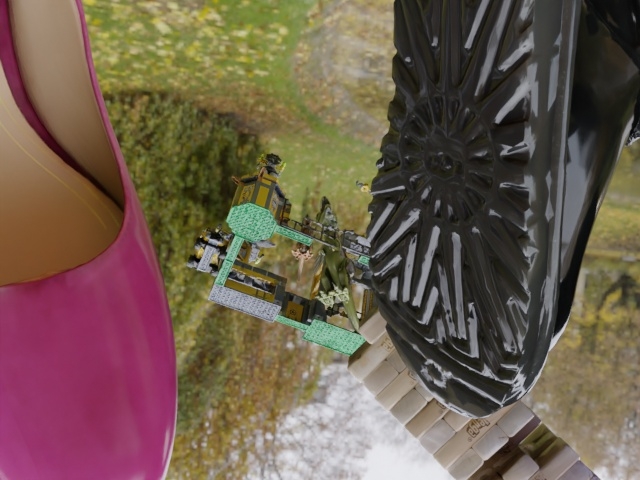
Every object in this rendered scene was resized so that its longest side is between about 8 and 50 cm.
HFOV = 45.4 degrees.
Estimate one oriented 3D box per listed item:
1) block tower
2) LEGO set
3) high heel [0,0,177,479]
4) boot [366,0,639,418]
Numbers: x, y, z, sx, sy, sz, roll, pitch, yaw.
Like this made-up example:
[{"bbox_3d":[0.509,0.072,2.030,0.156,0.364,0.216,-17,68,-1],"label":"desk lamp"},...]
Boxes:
[{"bbox_3d":[0.160,0.185,0.670,0.335,0.091,0.097,46,-179,4],"label":"block tower"},{"bbox_3d":[0.000,0.000,1.058,0.331,0.255,0.192,15,-138,-4],"label":"LEGO set"},{"bbox_3d":[-0.143,-0.074,0.298,0.127,0.377,0.181,-21,162,-28],"label":"high heel"},{"bbox_3d":[0.174,-0.072,0.462,0.260,0.348,0.131,-14,-148,-30],"label":"boot"}]
